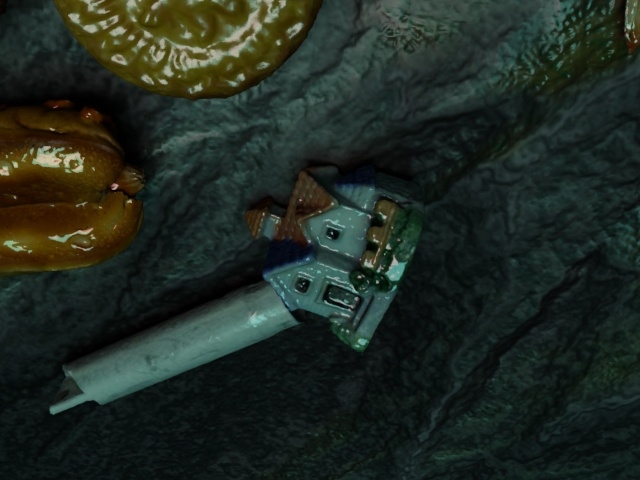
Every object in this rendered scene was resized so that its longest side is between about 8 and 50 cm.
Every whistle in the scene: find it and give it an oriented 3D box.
[{"bbox_3d":[-0.161,0.115,0.678,0.312,0.062,0.062,-24,121,16],"label":"whistle"}]

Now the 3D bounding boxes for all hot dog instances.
[{"bbox_3d":[-0.322,-0.044,0.538,0.348,0.117,0.158,-7,128,3],"label":"hot dog"}]

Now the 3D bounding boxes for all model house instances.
[{"bbox_3d":[0.000,0.000,0.571,0.148,0.119,0.148,19,123,-3],"label":"model house"}]

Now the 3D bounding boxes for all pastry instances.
[{"bbox_3d":[-0.088,-0.188,0.426,0.188,0.103,0.189,-6,128,-8],"label":"pastry"}]

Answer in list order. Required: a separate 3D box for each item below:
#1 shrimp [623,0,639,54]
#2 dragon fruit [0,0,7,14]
[{"bbox_3d":[0.293,-0.184,0.479,0.132,0.052,0.188,21,119,9],"label":"shrimp"},{"bbox_3d":[-0.289,-0.209,0.352,0.244,0.244,0.299,31,114,-19],"label":"dragon fruit"}]
